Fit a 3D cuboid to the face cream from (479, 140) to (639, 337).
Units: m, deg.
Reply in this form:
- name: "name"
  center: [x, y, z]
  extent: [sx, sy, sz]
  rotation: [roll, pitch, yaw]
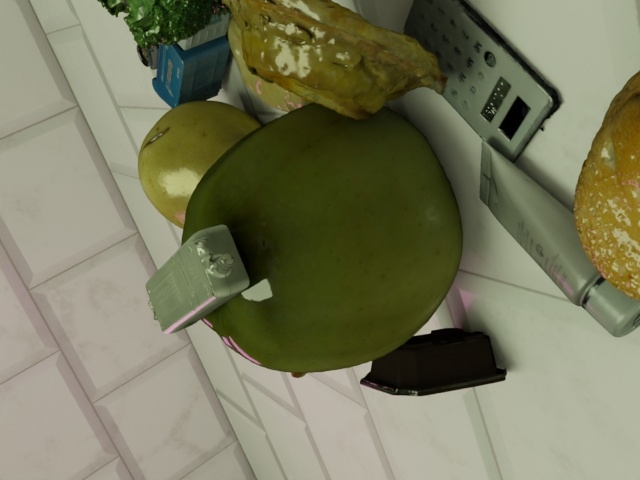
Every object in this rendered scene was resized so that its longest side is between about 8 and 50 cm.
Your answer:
- name: "face cream"
  center: [0.319, -0.001, 1.021]
  extent: [0.314, 0.089, 0.143]
  rotation: [49, 167, 32]

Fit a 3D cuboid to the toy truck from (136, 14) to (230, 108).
- name: "toy truck"
  center: [-0.295, -0.436, 1.612]
  extent: [0.175, 0.146, 0.367]
  rotation: [54, 156, 11]

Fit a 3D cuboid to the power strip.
- name: "power strip"
  center: [-0.188, 0.063, 1.101]
  extent: [0.338, 0.058, 0.098]
  rotation: [-34, 77, 59]

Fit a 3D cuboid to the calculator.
- name: "calculator"
  center: [0.211, -0.234, 1.030]
  extent: [0.262, 0.021, 0.161]
  rotation: [51, 155, 17]

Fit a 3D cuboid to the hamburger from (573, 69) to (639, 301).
- name: "hamburger"
  center: [0.396, -0.054, 0.705]
  extent: [0.290, 0.170, 0.314]
  rotation: [46, 152, 20]

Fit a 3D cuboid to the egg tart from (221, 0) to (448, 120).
- name: "egg tart"
  center: [0.002, -0.257, 1.017]
  extent: [0.341, 0.129, 0.341]
  rotation: [25, -176, -2]

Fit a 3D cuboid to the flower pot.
- name: "flower pot"
  center: [0.202, 0.211, 1.332]
  extent: [0.179, 0.250, 0.084]
  rotation: [1, 94, 62]

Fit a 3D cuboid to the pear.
- name: "pear"
  center: [-0.245, -0.162, 1.659]
  extent: [0.309, 0.309, 0.309]
  rotation: [43, 151, 31]

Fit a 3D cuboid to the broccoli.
- name: "broccoli"
  center: [-0.263, -0.515, 1.268]
  extent: [0.321, 0.309, 0.414]
  rotation: [164, 110, -80]

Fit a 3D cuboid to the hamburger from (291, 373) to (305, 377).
- name: "hamburger"
  center: [-0.027, 0.186, 1.730]
  extent: [0.211, 0.260, 0.245]
  rotation: [44, 114, 9]

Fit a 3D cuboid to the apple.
- name: "apple"
  center: [0.000, 0.000, 1.234]
  extent: [0.473, 0.473, 0.474]
  rotation: [43, 151, 31]

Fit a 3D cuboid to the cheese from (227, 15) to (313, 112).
- name: "cheese"
  center: [-0.063, -0.336, 1.335]
  extent: [0.214, 0.117, 0.226]
  rotation: [28, 147, 43]
